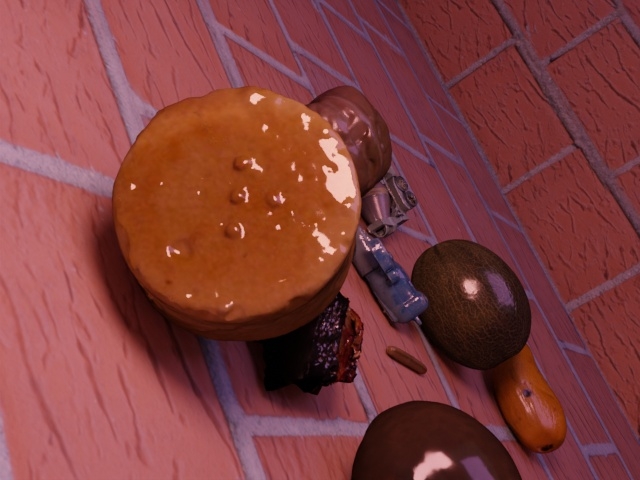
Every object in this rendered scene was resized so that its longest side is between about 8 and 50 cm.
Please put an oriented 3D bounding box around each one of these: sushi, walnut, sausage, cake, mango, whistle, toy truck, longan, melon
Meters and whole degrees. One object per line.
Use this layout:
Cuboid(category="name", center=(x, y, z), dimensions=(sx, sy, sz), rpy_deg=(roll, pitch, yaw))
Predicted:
Cuboid(category="sushi", center=(-0.009, 0.149, 1.304), dimensions=(0.150, 0.153, 0.172), rpy_deg=(33, 40, -51))
Cuboid(category="walnut", center=(0.030, -0.186, 1.744), dimensions=(0.248, 0.248, 0.248), rpy_deg=(45, 24, -27))
Cuboid(category="sausage", center=(0.174, 0.240, 1.721), dimensions=(0.132, 0.024, 0.024), rpy_deg=(36, 29, -43))
Cuboid(category="cake", center=(-0.108, -0.011, 1.182), dimensions=(0.332, 0.333, 0.321), rpy_deg=(62, -8, 13))
Cuboid(category="mango", center=(0.495, 0.378, 2.075), dimensions=(0.177, 0.120, 0.294), rpy_deg=(21, 38, -43))
Cuboid(category="whistle", center=(0.132, 0.066, 1.788), dimensions=(0.269, 0.093, 0.180), rpy_deg=(58, -2, 5))
Cuboid(category="toy truck", center=(0.123, -0.128, 2.030), dimensions=(0.140, 0.108, 0.256), rpy_deg=(-11, 71, -52))
Cuboid(category="longan", center=(0.176, 0.376, 1.244), dimensions=(0.300, 0.243, 0.300), rpy_deg=(55, 23, -38))
Cuboid(category="melon", center=(0.333, 0.137, 1.909), dimensions=(0.301, 0.237, 0.237), rpy_deg=(58, 22, 10))
